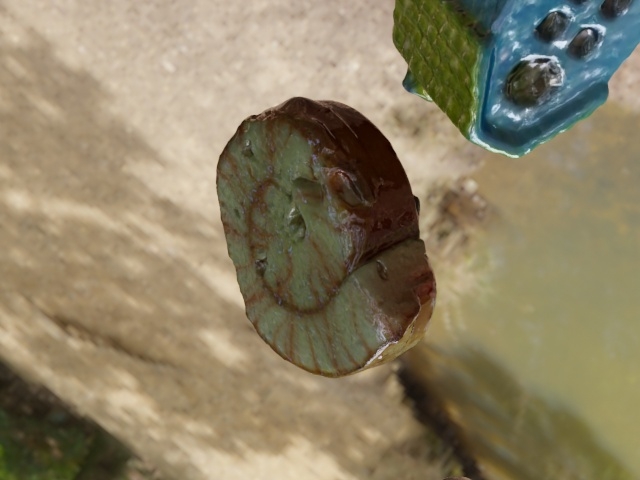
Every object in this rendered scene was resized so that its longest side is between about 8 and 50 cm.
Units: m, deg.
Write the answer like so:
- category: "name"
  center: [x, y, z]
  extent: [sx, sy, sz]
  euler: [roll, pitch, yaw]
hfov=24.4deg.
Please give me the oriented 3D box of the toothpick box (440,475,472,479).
- category: "toothpick box"
  center: [0.166, 0.311, 1.478]
  extent: [0.098, 0.098, 0.149]
  euler: [51, 169, -34]

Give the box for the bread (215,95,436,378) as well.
- category: "bread"
  center: [-0.003, -0.002, 1.752]
  extent: [0.295, 0.114, 0.328]
  euler: [-18, 91, 56]

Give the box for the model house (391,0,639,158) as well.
- category: "model house"
  center: [0.209, -0.253, 1.630]
  extent: [0.215, 0.303, 0.237]
  euler: [14, -150, -31]
